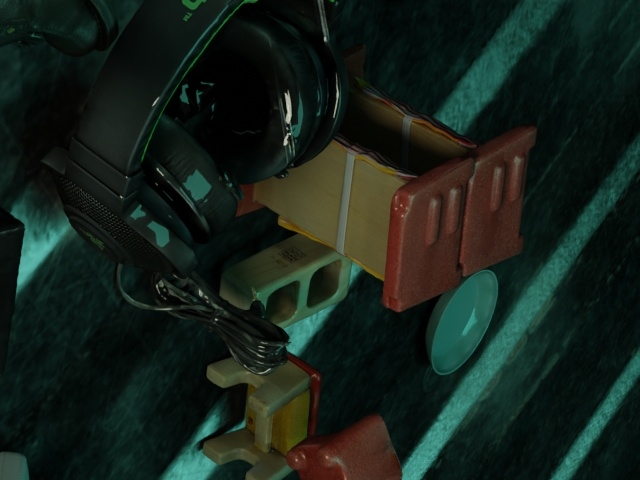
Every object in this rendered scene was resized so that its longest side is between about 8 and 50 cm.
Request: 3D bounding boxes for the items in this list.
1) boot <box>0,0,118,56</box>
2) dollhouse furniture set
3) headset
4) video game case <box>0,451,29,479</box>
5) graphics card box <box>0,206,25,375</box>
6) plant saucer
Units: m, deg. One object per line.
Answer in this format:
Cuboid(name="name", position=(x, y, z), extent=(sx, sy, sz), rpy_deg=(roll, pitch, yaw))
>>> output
Cuboid(name="boot", position=(-0.255, -0.100, 1.157), extent=(0.229, 0.091, 0.263), rpy_deg=(-57, 148, 0))
Cuboid(name="dollhouse furniture set", position=(0.033, 0.052, 1.603), extent=(0.152, 0.201, 0.374), rpy_deg=(-25, 133, -38))
Cuboid(name="headset", position=(-0.066, -0.055, 1.377), extent=(0.243, 0.185, 0.394), rpy_deg=(-44, 165, -34))
Cuboid(name="video game case", position=(-0.230, 0.376, 1.442), extent=(0.300, 0.036, 0.329), rpy_deg=(-93, -177, -51))
Cuboid(name="graphics card box", position=(-0.348, 0.012, 0.872), extent=(0.371, 0.233, 0.094), rpy_deg=(-16, 126, -43))
Cuboid(name="plant saucer", position=(0.141, 0.081, 2.012), extent=(0.119, 0.021, 0.119), rpy_deg=(-40, 145, -37))
